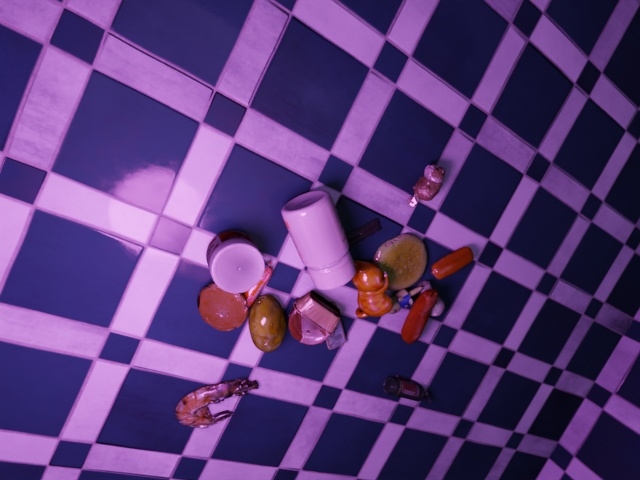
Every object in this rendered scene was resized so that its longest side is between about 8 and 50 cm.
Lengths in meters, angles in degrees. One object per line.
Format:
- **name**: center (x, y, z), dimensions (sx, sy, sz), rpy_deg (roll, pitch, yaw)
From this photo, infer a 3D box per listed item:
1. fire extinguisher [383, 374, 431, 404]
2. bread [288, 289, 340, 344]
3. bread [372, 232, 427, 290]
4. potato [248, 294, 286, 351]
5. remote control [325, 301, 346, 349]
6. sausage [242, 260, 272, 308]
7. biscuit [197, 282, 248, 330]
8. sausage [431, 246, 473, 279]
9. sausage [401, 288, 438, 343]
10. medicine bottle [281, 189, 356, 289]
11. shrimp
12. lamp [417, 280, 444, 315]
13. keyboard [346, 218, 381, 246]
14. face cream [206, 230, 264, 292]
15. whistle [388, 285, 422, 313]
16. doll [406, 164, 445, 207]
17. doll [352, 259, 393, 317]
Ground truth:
- **fire extinguisher**: center (0.474, 0.793, 2.178), dimensions (0.295, 0.118, 0.093), rpy_deg (23, 132, -26)
- **bread**: center (-0.036, 0.346, 1.793), dimensions (0.224, 0.142, 0.211), rpy_deg (37, 104, -6)
- **bread**: center (0.384, 0.113, 1.955), dimensions (0.302, 0.045, 0.300), rpy_deg (-7, 111, -18)
- **potato**: center (-0.226, 0.348, 1.715), dimensions (0.149, 0.186, 0.253), rpy_deg (4, 106, 23)
- **remote control**: center (0.052, 0.398, 1.920), dimensions (0.098, 0.038, 0.233), rpy_deg (-21, 114, -13)
- **sausage**: center (-0.270, 0.184, 1.708), dimensions (0.071, 0.071, 0.234), rpy_deg (33, 93, -26)
- **biscuit**: center (-0.392, 0.267, 1.659), dimensions (0.226, 0.042, 0.225), rpy_deg (3, 113, 7)
- **sausage**: center (0.649, 0.112, 2.031), dimensions (0.239, 0.098, 0.098), rpy_deg (-28, 114, -13)
- **sausage**: center (0.478, 0.368, 2.005), dimensions (0.097, 0.094, 0.348), rpy_deg (-15, 131, -39)
- **medicine bottle**: center (0.000, 0.000, 1.678), dimensions (0.211, 0.211, 0.371), rpy_deg (-27, 115, -11)
- **shrimp**: center (-0.449, 0.720, 1.818), dimensions (0.366, 0.071, 0.233), rpy_deg (-12, 120, -18)
- **lamp**: center (0.546, 0.291, 2.048), dimensions (0.106, 0.106, 0.192), rpy_deg (-31, 104, -9)
- **keyboard**: center (0.178, -0.028, 1.846), dimensions (0.205, 0.013, 0.061), rpy_deg (-28, 115, -11)
- **face cream**: center (-0.331, 0.077, 1.585), dimensions (0.201, 0.187, 0.200), rpy_deg (-6, 109, -19)
- **whistle**: center (0.392, 0.286, 1.980), dimensions (0.228, 0.085, 0.105), rpy_deg (-28, 158, -5)
- **doll**: center (0.479, -0.239, 1.844), dimensions (0.115, 0.105, 0.221), rpy_deg (32, 92, -28)
- **doll**: center (0.231, 0.219, 1.865), dimensions (0.162, 0.167, 0.269), rpy_deg (-16, 109, -15)
